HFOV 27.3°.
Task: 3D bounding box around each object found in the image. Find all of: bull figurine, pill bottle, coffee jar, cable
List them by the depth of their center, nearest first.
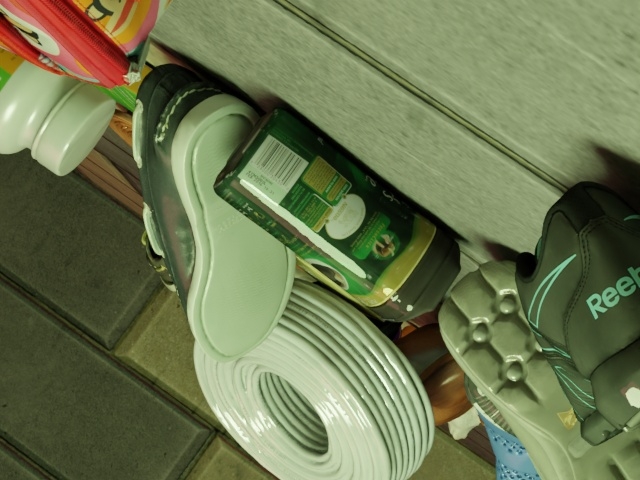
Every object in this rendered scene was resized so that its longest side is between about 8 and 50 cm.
[{"bbox_3d":[0.015,-0.015,0.978,0.184,0.079,0.096,37,171,-9],"label":"coffee jar"},{"bbox_3d":[-0.010,0.149,1.298,0.257,0.089,0.257,49,148,1],"label":"cable"},{"bbox_3d":[-0.343,-0.178,1.385,0.245,0.136,0.136,35,173,3],"label":"pill bottle"},{"bbox_3d":[0.113,0.164,1.474,0.310,0.188,0.101,75,179,-68],"label":"bull figurine"}]

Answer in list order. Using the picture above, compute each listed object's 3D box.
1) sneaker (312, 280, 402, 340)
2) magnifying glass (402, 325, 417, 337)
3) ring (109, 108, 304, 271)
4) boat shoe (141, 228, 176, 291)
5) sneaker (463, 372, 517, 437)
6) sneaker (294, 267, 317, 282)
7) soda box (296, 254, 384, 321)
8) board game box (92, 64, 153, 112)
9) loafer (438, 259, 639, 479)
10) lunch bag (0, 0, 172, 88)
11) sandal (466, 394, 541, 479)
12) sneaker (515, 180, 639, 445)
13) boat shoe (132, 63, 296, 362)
[{"bbox_3d":[0.046,0.098,1.515,0.146,0.102,0.293,-19,167,29],"label":"sneaker"},{"bbox_3d":[0.154,0.160,1.754,0.092,0.026,0.231,32,172,29],"label":"magnifying glass"},{"bbox_3d":[-0.109,-0.057,1.528,0.336,0.032,0.336,36,174,4],"label":"ring"},{"bbox_3d":[-0.164,0.000,1.628,0.091,0.109,0.305,38,167,-17],"label":"boat shoe"},{"bbox_3d":[0.238,0.168,1.183,0.234,0.078,0.106,33,171,-14],"label":"sneaker"},{"bbox_3d":[-0.003,0.093,1.796,0.118,0.110,0.292,17,170,47],"label":"sneaker"},{"bbox_3d":[0.000,0.000,1.233,0.181,0.061,0.058,37,173,-15],"label":"soda box"},{"bbox_3d":[-0.182,-0.148,1.225,0.259,0.039,0.124,36,175,16],"label":"board game box"},{"bbox_3d":[0.199,0.144,0.870,0.111,0.112,0.319,24,-151,-58],"label":"loafer"},{"bbox_3d":[-0.187,-0.191,0.637,0.258,0.120,0.293,28,172,27],"label":"lunch bag"},{"bbox_3d":[0.229,0.224,1.350,0.126,0.138,0.317,32,171,43],"label":"sandal"},{"bbox_3d":[0.158,0.038,0.681,0.106,0.101,0.267,57,179,14],"label":"sneaker"},{"bbox_3d":[-0.091,-0.019,1.116,0.091,0.114,0.302,41,146,34],"label":"boat shoe"}]
